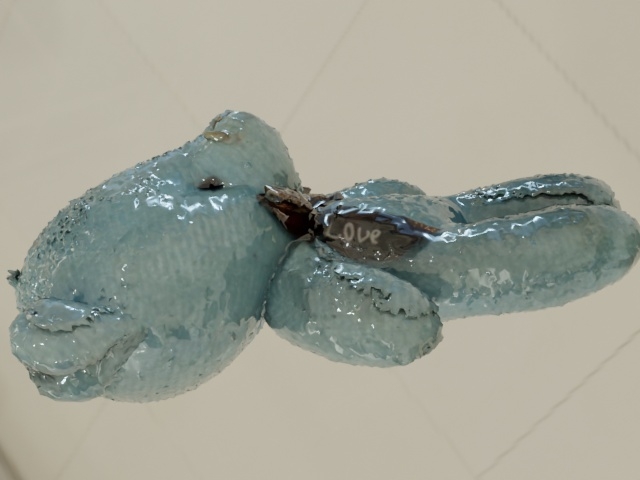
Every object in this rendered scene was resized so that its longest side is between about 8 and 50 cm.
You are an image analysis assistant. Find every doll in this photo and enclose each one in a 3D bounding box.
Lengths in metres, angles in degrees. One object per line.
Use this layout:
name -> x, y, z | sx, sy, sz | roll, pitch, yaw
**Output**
doll -> -0.002, -0.004, 0.408 | 0.120, 0.179, 0.075 | -100, -5, -77
